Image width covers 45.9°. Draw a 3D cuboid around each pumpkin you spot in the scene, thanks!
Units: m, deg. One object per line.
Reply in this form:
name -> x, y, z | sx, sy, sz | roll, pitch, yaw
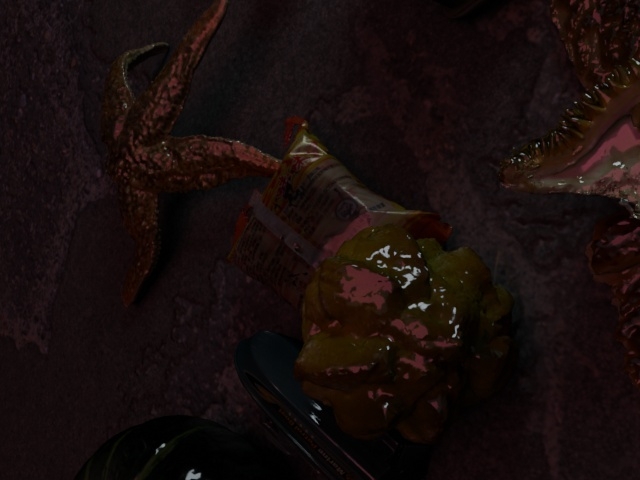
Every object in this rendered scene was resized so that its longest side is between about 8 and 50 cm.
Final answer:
pumpkin -> -0.186, 0.384, 0.959 | 0.323, 0.241, 0.323 | -3, 84, 35

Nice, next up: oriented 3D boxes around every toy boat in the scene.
toy boat -> -0.005, 0.209, 0.928 | 0.296, 0.114, 0.122 | 35, 126, 34

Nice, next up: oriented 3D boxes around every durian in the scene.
durian -> 0.319, -0.089, 0.676 | 0.306, 0.172, 0.167 | 1, 80, 22

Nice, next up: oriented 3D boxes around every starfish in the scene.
starfish -> -0.221, -0.141, 1.133 | 0.383, 0.132, 0.398 | -20, 76, 28

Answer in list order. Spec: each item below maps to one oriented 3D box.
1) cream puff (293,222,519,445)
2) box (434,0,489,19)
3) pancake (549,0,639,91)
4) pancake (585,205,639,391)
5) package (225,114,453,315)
cream puff -> 0.090, 0.101, 0.794 | 0.244, 0.196, 0.244 | -2, 77, 10
box -> 0.111, -0.402, 0.862 | 0.138, 0.178, 0.274 | -32, 64, 47
pancake -> 0.338, -0.270, 0.770 | 0.212, 0.056, 0.258 | -27, 76, 39
pancake -> 0.367, 0.069, 0.704 | 0.266, 0.057, 0.245 | 16, 94, 36
package -> 0.003, -0.006, 0.945 | 0.288, 0.108, 0.223 | 35, 101, 28
